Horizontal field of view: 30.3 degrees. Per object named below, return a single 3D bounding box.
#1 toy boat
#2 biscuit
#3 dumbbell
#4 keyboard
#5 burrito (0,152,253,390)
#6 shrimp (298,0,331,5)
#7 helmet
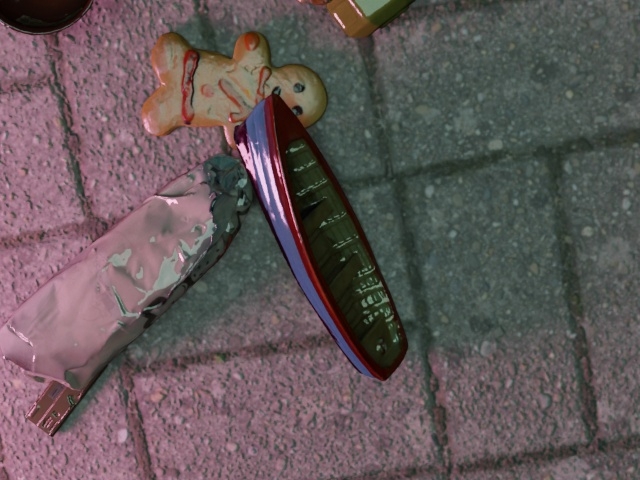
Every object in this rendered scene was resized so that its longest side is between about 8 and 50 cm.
[{"bbox_3d":[0.000,0.000,1.484,0.079,0.136,0.392,-15,111,35],"label":"toy boat"},{"bbox_3d":[-0.107,-0.192,1.509,0.234,0.030,0.153,9,102,2],"label":"biscuit"},{"bbox_3d":[0.001,-0.390,1.430,0.108,0.121,0.302,-39,95,-20],"label":"dumbbell"},{"bbox_3d":[-0.343,0.203,1.594,0.049,0.015,0.129,38,100,2],"label":"keyboard"},{"bbox_3d":[-0.227,0.033,1.513,0.445,0.101,0.139,-40,75,7],"label":"burrito"},{"bbox_3d":[0.034,-0.343,1.360,0.184,0.043,0.091,-32,93,8],"label":"shrimp"},{"bbox_3d":[-0.344,-0.341,1.455,0.155,0.106,0.175,-18,100,0],"label":"helmet"}]
